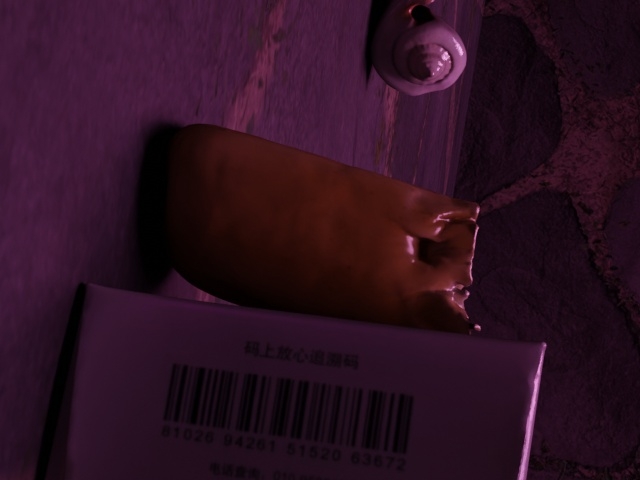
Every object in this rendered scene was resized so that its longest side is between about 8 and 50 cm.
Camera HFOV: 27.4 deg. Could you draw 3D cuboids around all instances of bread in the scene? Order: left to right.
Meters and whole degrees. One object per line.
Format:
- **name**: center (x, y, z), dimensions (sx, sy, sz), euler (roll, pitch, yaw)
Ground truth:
- **bread**: center (0.000, 0.002, 0.677), dimensions (0.134, 0.173, 0.085), euler (-11, 118, -88)

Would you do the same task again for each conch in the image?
- **conch**: center (0.102, -0.219, 1.351), dimensions (0.104, 0.094, 0.176), euler (45, 35, -28)

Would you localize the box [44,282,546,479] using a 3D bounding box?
- **box**: center (0.004, 0.110, 0.675), dimensions (0.299, 0.200, 0.106), euler (62, 36, -75)
